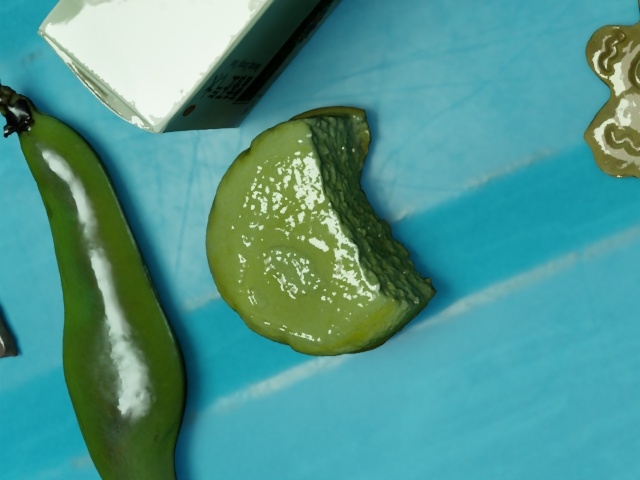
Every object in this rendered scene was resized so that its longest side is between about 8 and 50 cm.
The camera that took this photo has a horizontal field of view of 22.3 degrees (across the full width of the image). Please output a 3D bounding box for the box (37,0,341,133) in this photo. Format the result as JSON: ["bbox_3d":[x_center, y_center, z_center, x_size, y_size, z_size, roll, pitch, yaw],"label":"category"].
[{"bbox_3d":[-0.053,-0.150,0.937,0.095,0.212,0.168,43,99,3],"label":"box"}]

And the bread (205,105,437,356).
[{"bbox_3d":[-0.010,0.002,1.009,0.125,0.086,0.156,-23,87,20],"label":"bread"}]

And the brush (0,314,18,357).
[{"bbox_3d":[-0.263,-0.060,1.061,0.084,0.071,0.301,-16,101,26],"label":"brush"}]

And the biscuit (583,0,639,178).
[{"bbox_3d":[0.236,-0.111,0.989,0.133,0.027,0.184,34,99,7],"label":"biscuit"}]

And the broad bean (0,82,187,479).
[{"bbox_3d":[-0.144,0.032,1.046,0.075,0.067,0.325,-18,89,-20],"label":"broad bean"}]
